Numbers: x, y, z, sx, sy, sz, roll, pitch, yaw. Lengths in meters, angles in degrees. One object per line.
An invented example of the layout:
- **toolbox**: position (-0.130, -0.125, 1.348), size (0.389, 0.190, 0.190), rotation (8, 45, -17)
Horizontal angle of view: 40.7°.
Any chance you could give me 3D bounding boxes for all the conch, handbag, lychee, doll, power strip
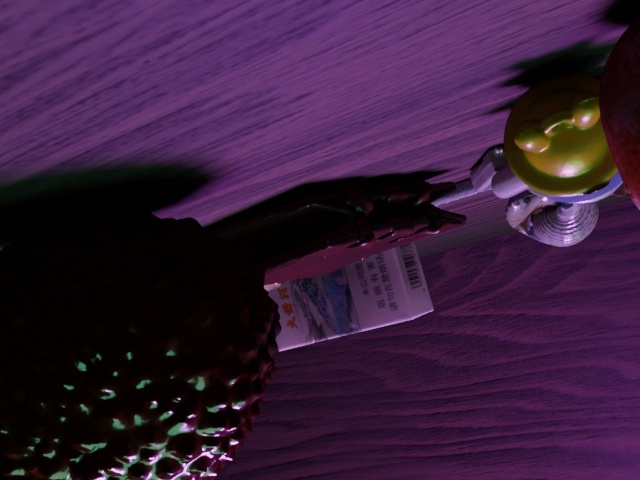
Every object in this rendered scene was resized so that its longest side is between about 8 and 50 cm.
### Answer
- **conch**: position (0.339, -0.055, 1.269), size (0.135, 0.102, 0.153), rotation (-4, 143, 10)
- **handbag**: position (-0.001, -0.001, 1.031), size (0.260, 0.084, 0.275), rotation (-8, 172, -43)
- **lychee**: position (-0.159, 0.102, 0.718), size (0.300, 0.264, 0.264), rotation (16, 156, -39)
- **doll**: position (0.207, -0.079, 0.702), size (0.135, 0.098, 0.241), rotation (8, -178, 21)
- **power strip**: position (0.208, -0.084, 0.994), size (0.047, 0.030, 0.191), rotation (-15, 175, 0)

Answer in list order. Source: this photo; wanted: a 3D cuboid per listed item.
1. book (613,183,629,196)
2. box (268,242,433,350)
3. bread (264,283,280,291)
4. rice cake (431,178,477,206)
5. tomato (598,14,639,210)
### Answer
- **book**: position (0.392, -0.089, 1.132), size (0.231, 0.026, 0.161), rotation (-9, -164, -40)
- **box**: position (0.029, 0.062, 1.315), size (0.256, 0.164, 0.069), rotation (-18, 175, 35)
- **bread**: position (-0.121, 0.044, 1.197), size (0.109, 0.080, 0.084), rotation (-13, 173, -39)
- **rice cake**: position (0.186, -0.066, 1.163), size (0.121, 0.022, 0.021), rotation (-19, 173, 38)
- **tomato**: position (0.264, -0.078, 0.503), size (0.187, 0.187, 0.151), rotation (-14, 152, -2)
